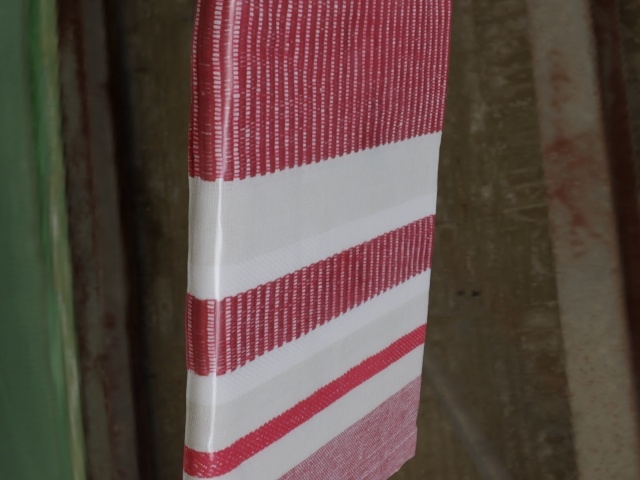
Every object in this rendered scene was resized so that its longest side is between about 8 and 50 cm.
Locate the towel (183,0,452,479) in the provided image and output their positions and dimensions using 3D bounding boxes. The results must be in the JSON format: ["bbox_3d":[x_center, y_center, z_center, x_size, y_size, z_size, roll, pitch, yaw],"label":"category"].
[{"bbox_3d":[0.000,0.000,0.547,0.037,0.237,0.329,11,-75,26],"label":"towel"}]
